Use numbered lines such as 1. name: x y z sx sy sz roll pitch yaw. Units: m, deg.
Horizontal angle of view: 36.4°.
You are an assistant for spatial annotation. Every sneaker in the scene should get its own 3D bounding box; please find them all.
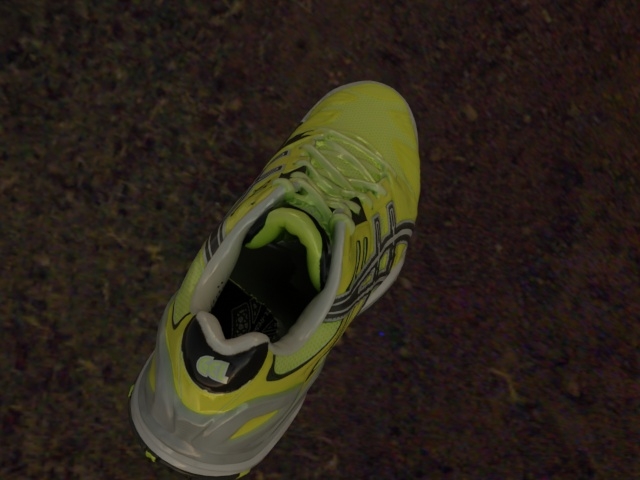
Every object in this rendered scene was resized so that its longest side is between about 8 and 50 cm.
1. sneaker: 0.000 0.000 0.727 0.145 0.147 0.384 28 51 -1
